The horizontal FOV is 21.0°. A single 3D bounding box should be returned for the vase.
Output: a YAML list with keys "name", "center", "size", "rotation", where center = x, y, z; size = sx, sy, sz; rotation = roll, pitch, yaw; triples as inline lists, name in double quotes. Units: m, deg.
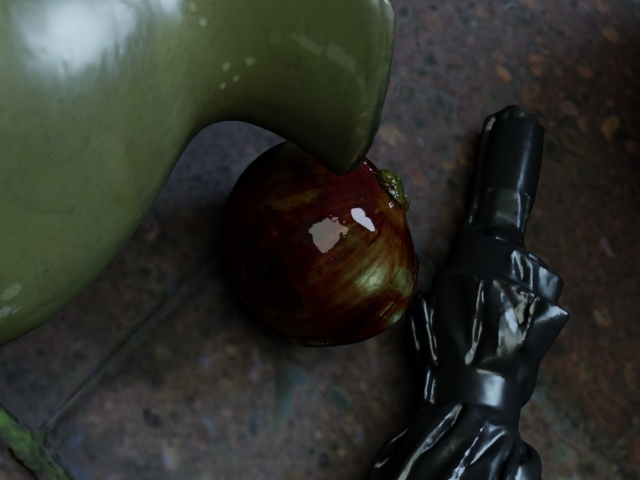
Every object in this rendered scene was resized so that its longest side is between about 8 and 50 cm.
- name: "vase"
  center: [-0.166, -0.125, 0.827]
  size: [0.302, 0.241, 0.329]
  rotation: [-27, 79, -16]

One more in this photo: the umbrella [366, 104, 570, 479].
- name: "umbrella"
  center: [0.088, 0.070, 0.972]
  size: [0.118, 0.118, 0.340]
  rotation: [22, 58, -16]

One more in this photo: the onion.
- name: "onion"
  center: [0.000, 0.000, 0.937]
  size: [0.118, 0.118, 0.117]
  rotation: [-30, 72, -27]
